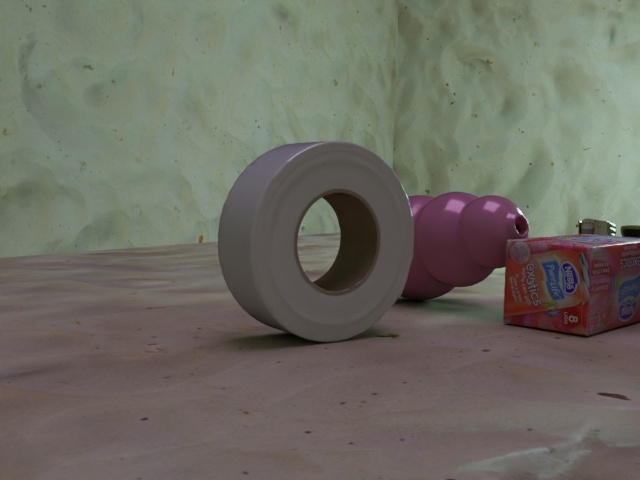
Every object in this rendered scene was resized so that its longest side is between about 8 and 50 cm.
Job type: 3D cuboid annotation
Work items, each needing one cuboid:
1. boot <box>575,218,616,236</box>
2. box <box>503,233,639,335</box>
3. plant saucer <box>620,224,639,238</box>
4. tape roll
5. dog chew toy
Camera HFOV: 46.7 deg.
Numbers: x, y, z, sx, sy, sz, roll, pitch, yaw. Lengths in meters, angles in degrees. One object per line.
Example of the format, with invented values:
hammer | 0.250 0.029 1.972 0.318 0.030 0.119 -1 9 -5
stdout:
boot | 0.555 0.035 1.567 0.213 0.165 0.077 0 3 -37
box | 0.455 0.067 1.269 0.154 0.142 0.300 5 6 43
plant saucer | 0.661 0.047 1.346 0.045 0.188 0.188 -38 26 -29
tape roll | 0.000 0.000 1.069 0.286 0.286 0.100 -1 4 -35
dog chew toy | 0.244 0.002 1.387 0.206 0.206 0.332 -2 -8 -37
